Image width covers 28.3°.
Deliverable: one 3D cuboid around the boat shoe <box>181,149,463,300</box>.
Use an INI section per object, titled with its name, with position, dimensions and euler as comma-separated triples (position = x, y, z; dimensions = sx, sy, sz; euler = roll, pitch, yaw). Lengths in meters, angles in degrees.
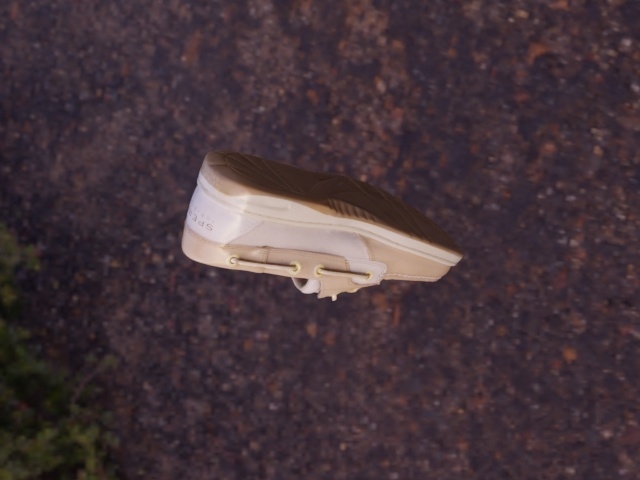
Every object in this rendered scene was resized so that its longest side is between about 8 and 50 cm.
[boat shoe]
position = 0.000, 0.000, 0.664
dimensions = 0.059, 0.170, 0.063
euler = -61, 38, 18
